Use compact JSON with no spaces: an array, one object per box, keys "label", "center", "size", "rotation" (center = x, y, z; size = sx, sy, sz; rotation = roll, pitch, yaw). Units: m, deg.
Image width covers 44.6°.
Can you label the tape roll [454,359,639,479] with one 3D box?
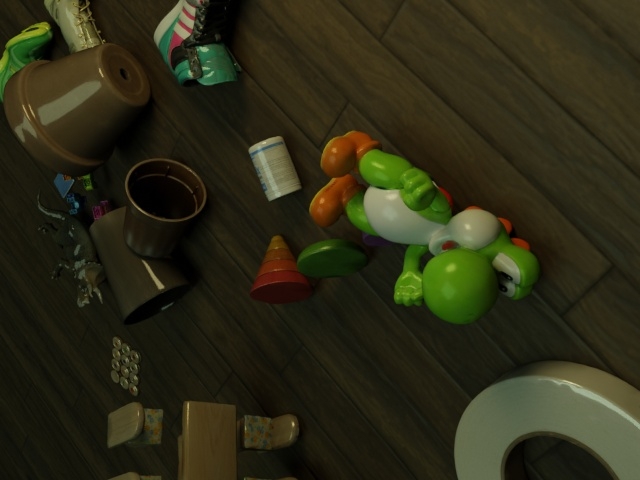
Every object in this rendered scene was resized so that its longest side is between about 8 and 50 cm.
[{"label":"tape roll","center":[0.392,0.378,1.218],"size":[0.392,0.072,0.391],"rotation":[17,117,37]}]

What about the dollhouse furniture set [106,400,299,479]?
[{"label":"dollhouse furniture set","center":[-0.191,0.500,1.484],"size":[0.256,0.362,0.393],"rotation":[-31,54,46]}]

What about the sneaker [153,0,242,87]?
[{"label":"sneaker","center":[-0.199,-0.374,1.417],"size":[0.295,0.124,0.178],"rotation":[-39,74,51]}]

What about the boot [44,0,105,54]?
[{"label":"boot","center":[-0.516,-0.495,1.691],"size":[0.213,0.077,0.165],"rotation":[-26,87,49]}]

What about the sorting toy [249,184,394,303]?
[{"label":"sorting toy","center":[0.000,0.000,1.426],"size":[0.366,0.127,0.126],"rotation":[-31,55,41]}]

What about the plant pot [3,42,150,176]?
[{"label":"plant pot","center":[-0.489,-0.296,1.653],"size":[0.229,0.263,0.262],"rotation":[-25,89,26]}]

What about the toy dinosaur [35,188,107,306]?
[{"label":"toy dinosaur","center":[-0.621,0.011,1.977],"size":[0.160,0.121,0.313],"rotation":[-11,94,32]}]

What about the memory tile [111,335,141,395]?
[{"label":"memory tile","center":[-0.513,0.331,2.052],"size":[0.113,0.012,0.147],"rotation":[29,124,31]}]

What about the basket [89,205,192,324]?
[{"label":"basket","center":[-0.416,0.047,1.766],"size":[0.204,0.154,0.226],"rotation":[-37,77,42]}]

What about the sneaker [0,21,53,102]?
[{"label":"sneaker","center":[-0.708,-0.422,1.892],"size":[0.123,0.109,0.296],"rotation":[46,133,-12]}]

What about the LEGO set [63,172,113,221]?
[{"label":"LEGO set","center":[-0.563,-0.146,1.873],"size":[0.087,0.093,0.227],"rotation":[-9,96,12]}]

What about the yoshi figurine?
[{"label":"yoshi figurine","center":[0.142,-0.004,1.164],"size":[0.362,0.203,0.203],"rotation":[32,93,19]}]

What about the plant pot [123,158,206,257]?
[{"label":"plant pot","center":[-0.343,-0.059,1.658],"size":[0.167,0.167,0.165],"rotation":[50,141,16]}]

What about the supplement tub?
[{"label":"supplement tub","center":[-0.084,-0.133,1.447],"size":[0.071,0.071,0.107],"rotation":[-20,91,44]}]

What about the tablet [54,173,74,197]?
[{"label":"tablet","center":[-0.657,-0.152,1.999],"size":[0.083,0.006,0.054],"rotation":[-42,77,42]}]
